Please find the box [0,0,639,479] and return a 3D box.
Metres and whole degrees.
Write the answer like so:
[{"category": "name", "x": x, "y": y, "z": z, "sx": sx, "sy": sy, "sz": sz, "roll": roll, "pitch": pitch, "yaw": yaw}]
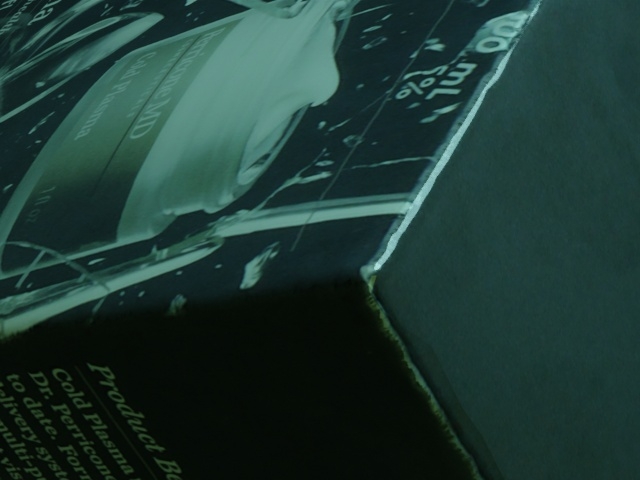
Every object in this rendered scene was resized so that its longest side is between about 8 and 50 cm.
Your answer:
[{"category": "box", "x": 0.000, "y": 0.000, "z": 1.046, "sx": 0.297, "sy": 0.472, "sz": 0.480, "roll": 59, "pitch": 43, "yaw": -27}]
